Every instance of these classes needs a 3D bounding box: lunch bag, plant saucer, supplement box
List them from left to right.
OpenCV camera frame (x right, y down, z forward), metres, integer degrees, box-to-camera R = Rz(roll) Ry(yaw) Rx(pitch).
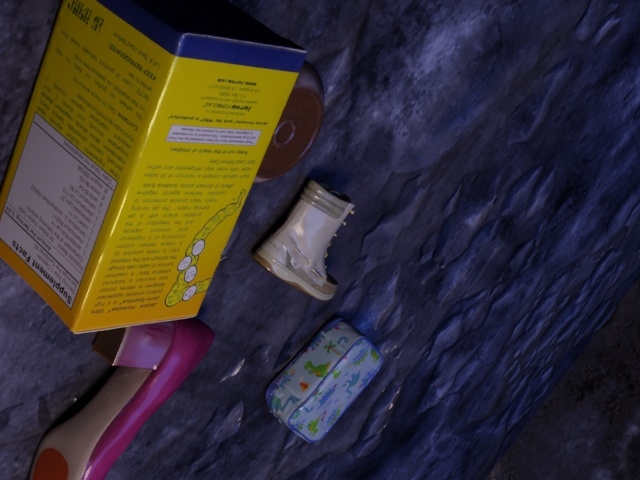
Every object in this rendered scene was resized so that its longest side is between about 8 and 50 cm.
[{"bbox_3d":[-0.202,-0.101,1.183,0.195,0.194,0.356,-3,125,-51],"label":"supplement box"},{"bbox_3d":[-0.060,-0.156,1.466,0.198,0.036,0.199,-32,143,-29],"label":"plant saucer"},{"bbox_3d":[0.009,0.257,1.923,0.219,0.090,0.176,-49,148,-5],"label":"lunch bag"}]

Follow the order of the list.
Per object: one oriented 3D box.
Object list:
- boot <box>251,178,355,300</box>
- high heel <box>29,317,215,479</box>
[{"bbox_3d":[0.000,0.000,1.665,0.165,0.077,0.213,-56,146,2],"label":"boot"},{"bbox_3d":[-0.282,0.276,1.516,0.181,0.127,0.377,17,104,-46],"label":"high heel"}]
